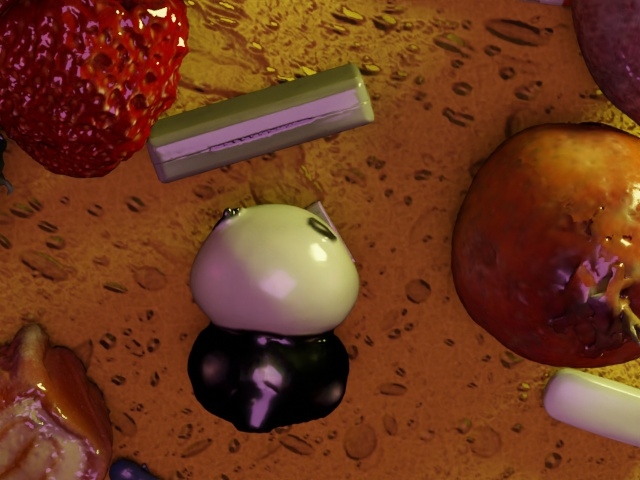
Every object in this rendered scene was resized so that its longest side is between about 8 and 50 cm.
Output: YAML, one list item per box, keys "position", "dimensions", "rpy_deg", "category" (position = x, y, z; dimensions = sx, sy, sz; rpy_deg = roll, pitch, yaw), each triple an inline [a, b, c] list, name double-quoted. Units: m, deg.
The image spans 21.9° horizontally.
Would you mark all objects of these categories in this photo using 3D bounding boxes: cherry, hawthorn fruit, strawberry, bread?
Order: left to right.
- position: [-0.350, 0.243, 1.867]
  dimensions: [0.244, 0.123, 0.190]
  rpy_deg: [-44, 103, 10]
  category: "bread"
- position: [-0.265, -0.187, 1.700]
  dimensions: [0.261, 0.261, 0.258]
  rpy_deg: [20, 99, -7]
  category: "strawberry"
- position: [0.288, 0.024, 1.747]
  dimensions: [0.276, 0.307, 0.276]
  rpy_deg: [-5, 114, -12]
  category: "hawthorn fruit"
- position: [0.364, -0.230, 1.749]
  dimensions: [0.192, 0.175, 0.250]
  rpy_deg: [-3, 103, -15]
  category: "cherry"

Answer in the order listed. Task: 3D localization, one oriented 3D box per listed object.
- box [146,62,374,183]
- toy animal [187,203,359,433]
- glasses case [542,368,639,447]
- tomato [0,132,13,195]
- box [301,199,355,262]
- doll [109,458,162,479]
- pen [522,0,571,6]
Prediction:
- position: [-0.066, -0.128, 1.792]
  dimensions: [0.243, 0.103, 0.055]
  rpy_deg: [-17, 109, 2]
  category: "box"
- position: [-0.052, 0.076, 1.813]
  dimensions: [0.187, 0.165, 0.235]
  rpy_deg: [3, 103, 3]
  category: "toy animal"
- position: [0.338, 0.197, 1.920]
  dimensions: [0.164, 0.041, 0.063]
  rpy_deg: [17, 104, -7]
  category: "glasses case"
- position: [-0.486, -0.052, 1.698]
  dimensions: [0.303, 0.239, 0.303]
  rpy_deg: [4, 105, 14]
  category: "tomato"
- position: [0.000, 0.000, 1.874]
  dimensions: [0.046, 0.012, 0.083]
  rpy_deg: [-30, 103, 5]
  category: "box"
- position: [-0.192, 0.294, 1.936]
  dimensions: [0.125, 0.027, 0.037]
  rpy_deg: [32, 102, -12]
  category: "doll"
- position: [0.174, -0.280, 1.803]
  dimensions: [0.218, 0.026, 0.026]
  rpy_deg: [7, 104, -3]
  category: "pen"
